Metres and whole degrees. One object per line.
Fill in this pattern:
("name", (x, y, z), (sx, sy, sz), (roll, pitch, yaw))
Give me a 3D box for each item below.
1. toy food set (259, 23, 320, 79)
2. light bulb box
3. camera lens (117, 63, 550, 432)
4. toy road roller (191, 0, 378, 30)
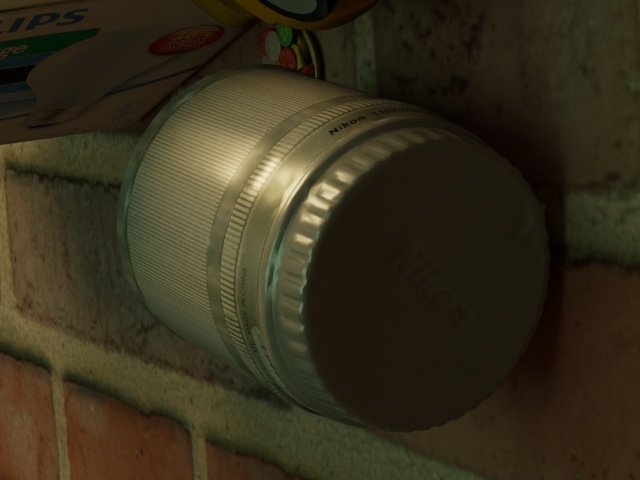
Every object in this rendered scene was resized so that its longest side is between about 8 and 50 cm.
("toy food set", (-0.027, -0.140, 1.476), (0.083, 0.020, 0.083), (-35, 67, 57))
("light bulb box", (-0.270, -0.234, 1.531), (0.361, 0.358, 0.225), (-30, 74, 59))
("camera lens", (0.000, 0.000, 1.270), (0.274, 0.219, 0.219), (24, 118, 55))
("toy road roller", (-0.078, -0.280, 1.261), (0.329, 0.202, 0.240), (35, 162, -5))
